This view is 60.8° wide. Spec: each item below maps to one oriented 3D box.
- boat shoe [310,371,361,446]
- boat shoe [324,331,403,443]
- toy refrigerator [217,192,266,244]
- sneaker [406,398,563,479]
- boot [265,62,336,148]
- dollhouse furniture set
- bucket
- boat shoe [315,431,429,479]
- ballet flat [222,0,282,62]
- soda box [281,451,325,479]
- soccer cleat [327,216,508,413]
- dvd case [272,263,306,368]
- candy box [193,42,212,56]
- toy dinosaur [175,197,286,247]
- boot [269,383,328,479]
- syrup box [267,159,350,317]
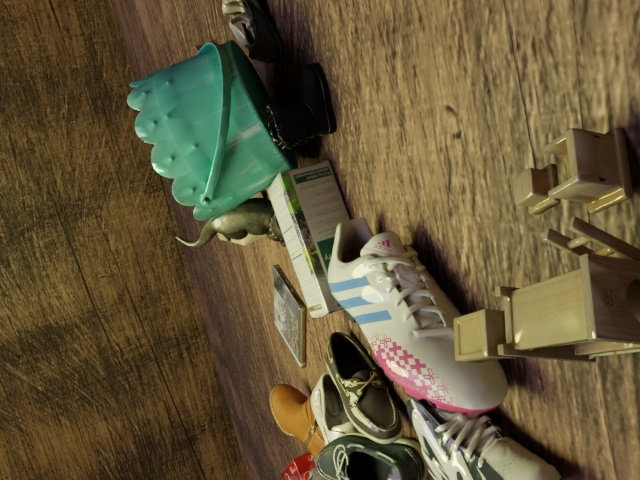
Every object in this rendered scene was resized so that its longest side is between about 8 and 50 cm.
[{"bbox_3d":[0.053,0.383,1.063,0.096,0.098,0.277,94,152,-45],"label":"boat shoe"},{"bbox_3d":[0.068,0.248,0.944,0.228,0.081,0.069,-132,28,-52],"label":"boat shoe"},{"bbox_3d":[-0.202,-0.059,1.370,0.269,0.094,0.102,7,120,68],"label":"toy refrigerator"},{"bbox_3d":[0.171,0.222,0.648,0.153,0.094,0.235,63,169,2],"label":"sneaker"},{"bbox_3d":[-0.036,-0.203,0.826,0.045,0.099,0.121,-5,102,67],"label":"boot"},{"bbox_3d":[0.203,0.019,0.466,0.182,0.101,0.161,135,141,-67],"label":"dollhouse furniture set"},{"bbox_3d":[-0.172,-0.191,0.933,0.281,0.183,0.281,62,-171,-16],"label":"bucket"},{"bbox_3d":[0.070,0.390,0.935,0.254,0.079,0.095,-16,85,47],"label":"boat shoe"},{"bbox_3d":[-0.132,-0.399,0.958,0.203,0.074,0.074,68,158,14],"label":"ballet flat"},{"bbox_3d":[-0.043,0.666,1.542,0.092,0.083,0.263,62,156,23],"label":"soda box"},{"bbox_3d":[0.100,0.076,0.684,0.331,0.116,0.143,39,136,53],"label":"soccer cleat"},{"bbox_3d":[-0.078,0.190,1.352,0.164,0.018,0.221,52,151,43],"label":"dvd case"},{"bbox_3d":[-0.258,-0.367,1.321,0.109,0.053,0.187,52,149,45],"label":"candy box"},{"bbox_3d":[-0.135,-0.042,1.061,0.160,0.313,0.121,65,-150,-77],"label":"toy dinosaur"},{"bbox_3d":[-0.028,0.402,1.260,0.283,0.109,0.220,53,153,37],"label":"boot"},{"bbox_3d":[0.000,0.000,0.903,0.237,0.093,0.096,70,158,6],"label":"syrup box"}]
